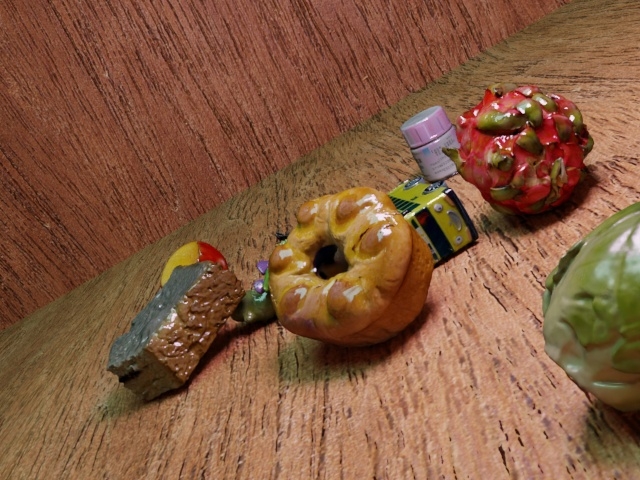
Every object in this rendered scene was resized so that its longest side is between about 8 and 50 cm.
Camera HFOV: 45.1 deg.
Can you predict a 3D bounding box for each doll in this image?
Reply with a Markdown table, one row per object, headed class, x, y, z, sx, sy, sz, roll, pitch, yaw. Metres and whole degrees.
| class | x | y | z | sx | sy | sz | roll | pitch | yaw |
| --- | --- | --- | --- | --- | --- | --- | --- | --- | --- |
| doll | -0.093 | 0.051 | 1.723 | 0.115 | 0.050 | 0.190 | -30 | 23 | 18 |

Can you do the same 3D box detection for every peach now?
| class | x | y | z | sx | sy | sz | roll | pitch | yaw |
| --- | --- | --- | --- | --- | --- | --- | --- | --- | --- |
| peach | -0.343 | 0.095 | 2.091 | 0.190 | 0.192 | 0.190 | -3 | 49 | 3 |

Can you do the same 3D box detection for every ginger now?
| class | x | y | z | sx | sy | sz | roll | pitch | yaw |
| --- | --- | --- | --- | --- | --- | --- | --- | --- | --- |
| ginger | -0.077 | 0.108 | 1.759 | 0.290 | 0.089 | 0.137 | -36 | 33 | 0 |

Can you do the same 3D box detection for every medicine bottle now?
| class | x | y | z | sx | sy | sz | roll | pitch | yaw |
| --- | --- | --- | --- | --- | --- | --- | --- | --- | --- |
| medicine bottle | 0.302 | -0.254 | 2.029 | 0.135 | 0.168 | 0.135 | -28 | 15 | 8 |

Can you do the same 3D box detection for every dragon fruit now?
| class | x | y | z | sx | sy | sz | roll | pitch | yaw |
| --- | --- | --- | --- | --- | --- | --- | --- | --- | --- |
| dragon fruit | 0.384 | -0.184 | 1.469 | 0.237 | 0.231 | 0.302 | -44 | 22 | 36 |

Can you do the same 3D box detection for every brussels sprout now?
| class | x | y | z | sx | sy | sz | roll | pitch | yaw |
| --- | --- | --- | --- | --- | --- | --- | --- | --- | --- |
| brussels sprout | 0.357 | 0.062 | 0.822 | 0.244 | 0.244 | 0.244 | -29 | 15 | 8 |

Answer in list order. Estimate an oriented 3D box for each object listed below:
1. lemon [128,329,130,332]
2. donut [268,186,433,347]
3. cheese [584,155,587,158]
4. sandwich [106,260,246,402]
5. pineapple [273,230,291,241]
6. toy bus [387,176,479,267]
| class | x | y | z | sx | sy | sz | roll | pitch | yaw |
| --- | --- | --- | --- | --- | --- | --- | --- | --- | --- |
| lemon | -0.428 | 0.249 | 1.931 | 0.109 | 0.109 | 0.133 | -16 | 6 | 46 |
| donut | 0.045 | 0.053 | 1.369 | 0.299 | 0.150 | 0.317 | -47 | 40 | 11 |
| cheese | 0.473 | -0.188 | 1.649 | 0.163 | 0.082 | 0.286 | -32 | 15 | -2 |
| sandwich | -0.337 | 0.200 | 1.737 | 0.325 | 0.131 | 0.262 | -55 | 21 | -20 |
| pineapple | 0.000 | 0.000 | 1.863 | 0.130 | 0.119 | 0.277 | -28 | 6 | -39 |
| toy bus | 0.205 | -0.038 | 1.593 | 0.150 | 0.128 | 0.262 | -33 | 13 | -6 |
